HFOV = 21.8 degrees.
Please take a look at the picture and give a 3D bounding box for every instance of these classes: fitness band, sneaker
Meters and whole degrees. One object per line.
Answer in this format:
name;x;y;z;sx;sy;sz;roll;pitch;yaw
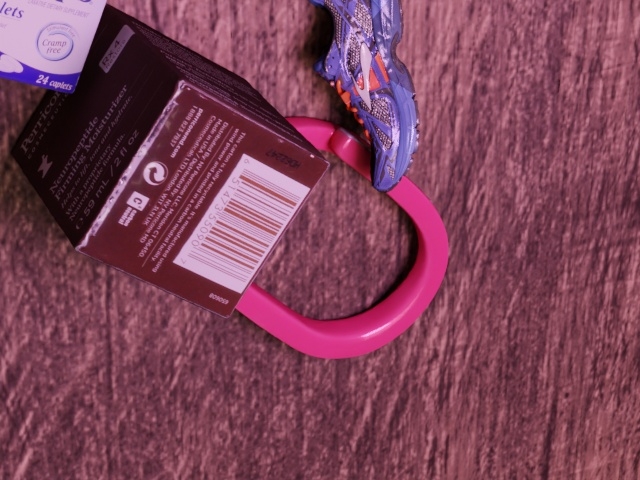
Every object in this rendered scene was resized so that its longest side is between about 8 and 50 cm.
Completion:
fitness band;0.000;0.000;1.644;0.209;0.054;0.291;-48;126;6
sneaker;0.037;-0.152;1.548;0.087;0.083;0.221;-10;95;-6

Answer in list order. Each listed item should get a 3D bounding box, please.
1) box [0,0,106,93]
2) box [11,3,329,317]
box;-0.251;-0.207;1.381;0.126;0.072;0.137;11;110;-33
box;-0.133;-0.070;1.436;0.167;0.203;0.168;26;102;-35
